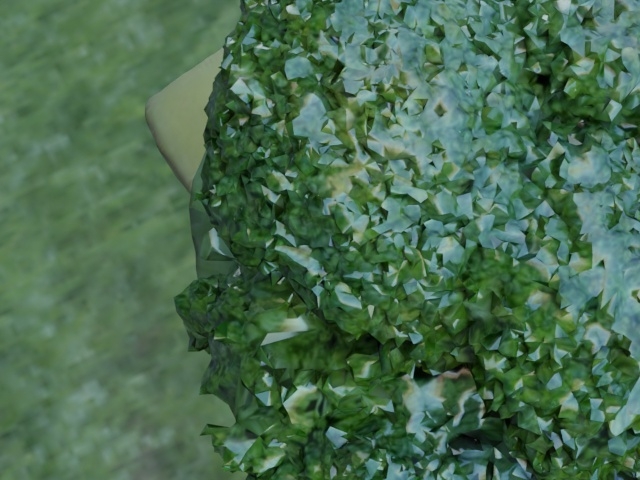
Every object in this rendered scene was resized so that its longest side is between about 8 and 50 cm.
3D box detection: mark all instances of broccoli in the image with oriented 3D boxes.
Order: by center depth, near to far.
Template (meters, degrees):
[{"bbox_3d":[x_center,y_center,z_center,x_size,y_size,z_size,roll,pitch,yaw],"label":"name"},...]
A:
[{"bbox_3d":[0.087,-0.035,0.683,0.310,0.321,0.413,166,-83,-75],"label":"broccoli"}]

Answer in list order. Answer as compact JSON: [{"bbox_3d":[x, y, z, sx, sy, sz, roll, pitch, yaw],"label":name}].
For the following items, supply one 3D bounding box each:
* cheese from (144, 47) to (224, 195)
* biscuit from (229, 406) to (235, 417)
[{"bbox_3d":[0.000,0.000,1.282,0.242,0.124,0.265,55,1,42],"label":"cheese"},{"bbox_3d":[-0.015,0.031,1.003,0.118,0.029,0.247,50,35,-45],"label":"biscuit"}]
